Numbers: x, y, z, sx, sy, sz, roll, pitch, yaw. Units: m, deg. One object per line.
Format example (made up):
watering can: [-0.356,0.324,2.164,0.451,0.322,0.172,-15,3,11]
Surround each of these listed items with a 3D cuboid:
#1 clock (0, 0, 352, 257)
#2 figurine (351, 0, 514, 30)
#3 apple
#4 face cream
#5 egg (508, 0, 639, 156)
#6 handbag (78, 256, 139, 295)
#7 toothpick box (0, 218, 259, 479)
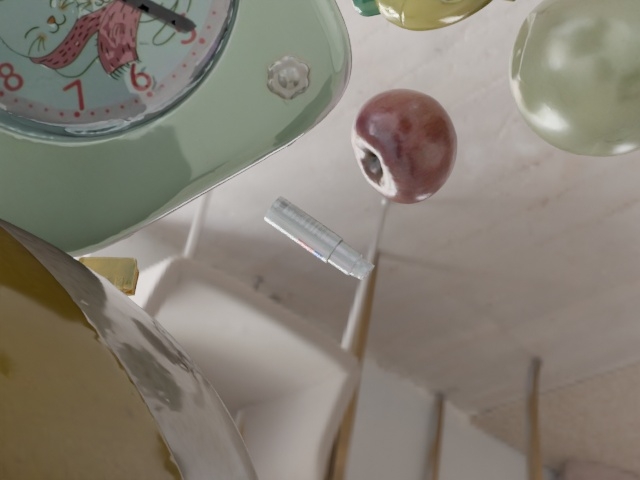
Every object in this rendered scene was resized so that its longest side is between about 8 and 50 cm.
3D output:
clock: [-0.152,-0.171,0.705,0.265,0.108,0.324,-28,112,5]
figurine: [0.134,-0.373,1.145,0.222,0.324,0.124,16,-175,20]
apple: [0.111,-0.127,1.471,0.120,0.153,0.153,-31,148,-16]
face cream: [0.000,0.000,1.230,0.130,0.034,0.034,34,147,9]
egg: [0.341,-0.210,1.368,0.219,0.219,0.269,13,178,-4]
handbag: [-0.291,0.050,1.529,0.083,0.061,0.027,1,131,1]
toothpick box: [-0.246,0.168,0.518,0.409,0.409,0.425,-3,158,20]
